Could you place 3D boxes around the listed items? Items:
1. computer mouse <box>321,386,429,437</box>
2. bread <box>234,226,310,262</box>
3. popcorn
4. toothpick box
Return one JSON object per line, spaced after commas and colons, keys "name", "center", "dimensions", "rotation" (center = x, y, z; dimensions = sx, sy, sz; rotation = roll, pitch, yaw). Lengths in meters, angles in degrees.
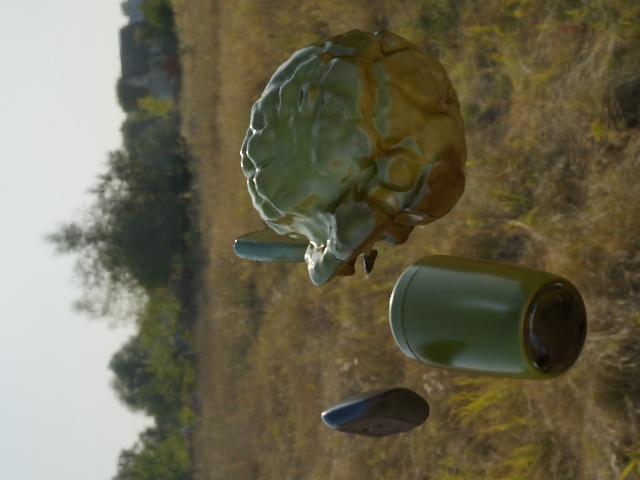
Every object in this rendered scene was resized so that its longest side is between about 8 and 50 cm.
{"name": "computer mouse", "center": [0.088, 0.259, 1.240], "dimensions": [0.232, 0.120, 0.057], "rotation": [30, -137, -58]}
{"name": "bread", "center": [0.002, 0.001, 0.928], "dimensions": [0.193, 0.112, 0.036], "rotation": [-23, -64, -58]}
{"name": "popcorn", "center": [0.025, -0.061, 0.594], "dimensions": [0.170, 0.180, 0.180], "rotation": [56, -179, -21]}
{"name": "toothpick box", "center": [0.243, 0.112, 1.173], "dimensions": [0.271, 0.175, 0.174], "rotation": [2, 98, 56]}
